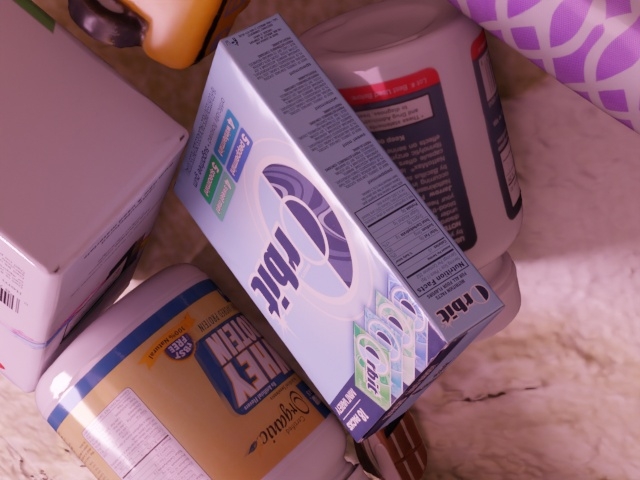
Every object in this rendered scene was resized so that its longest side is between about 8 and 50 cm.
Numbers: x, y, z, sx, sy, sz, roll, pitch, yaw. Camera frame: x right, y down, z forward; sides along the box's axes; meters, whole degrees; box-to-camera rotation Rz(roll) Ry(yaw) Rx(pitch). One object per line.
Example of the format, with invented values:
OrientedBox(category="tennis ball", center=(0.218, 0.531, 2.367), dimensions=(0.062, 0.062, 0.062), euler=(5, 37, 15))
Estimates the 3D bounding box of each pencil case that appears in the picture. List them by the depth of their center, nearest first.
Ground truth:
OrientedBox(category="pencil case", center=(0.147, -0.111, 0.621), dimensions=(0.206, 0.088, 0.086), euler=(38, 149, 3))

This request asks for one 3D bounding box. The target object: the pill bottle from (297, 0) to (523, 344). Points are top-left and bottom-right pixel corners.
OrientedBox(category="pill bottle", center=(0.053, -0.035, 0.706), dimensions=(0.108, 0.108, 0.180), euler=(-2, 118, 30))

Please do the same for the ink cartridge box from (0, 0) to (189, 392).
OrientedBox(category="ink cartridge box", center=(-0.210, -0.037, 0.780), dimensions=(0.201, 0.117, 0.278), euler=(40, 155, 1))

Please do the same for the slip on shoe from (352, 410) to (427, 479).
OrientedBox(category="slip on shoe", center=(0.033, 0.106, 0.849), dimensions=(0.041, 0.051, 0.135), euler=(5, 128, 40))

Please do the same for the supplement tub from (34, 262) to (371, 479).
OrientedBox(category="supplement tub", center=(-0.075, 0.130, 0.844), dimensions=(0.199, 0.144, 0.144), euler=(47, 130, 4))

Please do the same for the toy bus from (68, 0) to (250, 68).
OrientedBox(category="toy bus", center=(-0.165, -0.236, 0.684), dimensions=(0.333, 0.130, 0.108), euler=(35, 129, 5))

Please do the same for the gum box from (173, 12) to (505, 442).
OrientedBox(category="gum box", center=(0.000, 0.000, 0.665), dimensions=(0.184, 0.041, 0.157), euler=(54, 153, 14))
